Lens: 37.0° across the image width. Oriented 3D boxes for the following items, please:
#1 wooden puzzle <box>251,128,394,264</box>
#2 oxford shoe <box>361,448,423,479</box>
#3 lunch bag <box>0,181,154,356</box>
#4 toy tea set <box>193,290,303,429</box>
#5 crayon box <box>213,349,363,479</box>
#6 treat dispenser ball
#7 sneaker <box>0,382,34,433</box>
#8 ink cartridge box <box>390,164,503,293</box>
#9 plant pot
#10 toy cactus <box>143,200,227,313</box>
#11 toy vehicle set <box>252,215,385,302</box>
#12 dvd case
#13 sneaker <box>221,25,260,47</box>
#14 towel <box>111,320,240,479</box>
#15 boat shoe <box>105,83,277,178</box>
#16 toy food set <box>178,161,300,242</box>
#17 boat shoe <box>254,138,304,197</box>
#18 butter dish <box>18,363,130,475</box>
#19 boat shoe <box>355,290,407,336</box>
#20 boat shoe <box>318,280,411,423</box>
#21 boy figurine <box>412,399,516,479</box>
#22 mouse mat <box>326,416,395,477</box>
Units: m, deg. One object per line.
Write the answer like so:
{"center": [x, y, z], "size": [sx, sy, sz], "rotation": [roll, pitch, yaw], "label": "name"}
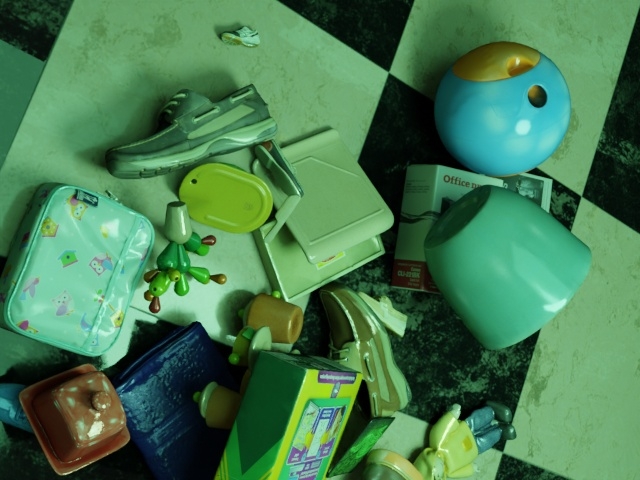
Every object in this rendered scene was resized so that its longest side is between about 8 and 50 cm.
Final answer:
{"center": [0.004, -0.089, 1.911], "size": [0.221, 0.044, 0.239], "rotation": [-25, 78, -30], "label": "wooden puzzle"}
{"center": [0.207, 0.604, 2.045], "size": [0.363, 0.130, 0.133], "rotation": [44, 50, -17], "label": "oxford shoe"}
{"center": [-0.413, 0.047, 1.636], "size": [0.224, 0.108, 0.279], "rotation": [26, 77, -31], "label": "lunch bag"}
{"center": [-0.141, 0.221, 1.777], "size": [0.336, 0.124, 0.200], "rotation": [-29, 128, -66], "label": "toy tea set"}
{"center": [-0.062, 0.369, 1.745], "size": [0.313, 0.106, 0.363], "rotation": [-69, 161, -2], "label": "crayon box"}
{"center": [0.388, -0.279, 2.049], "size": [0.288, 0.288, 0.288], "rotation": [-1, 93, -34], "label": "treat dispenser ball"}
{"center": [-0.473, 0.298, 1.624], "size": [0.209, 0.082, 0.069], "rotation": [31, 77, -29], "label": "sneaker"}
{"center": [0.278, -0.018, 2.090], "size": [0.197, 0.114, 0.273], "rotation": [9, 86, -33], "label": "ink cartridge box"}
{"center": [0.350, 0.030, 1.913], "size": [0.235, 0.293, 0.293], "rotation": [45, 67, -11], "label": "plant pot"}
{"center": [-0.246, 0.022, 1.707], "size": [0.219, 0.112, 0.180], "rotation": [-36, 132, -54], "label": "toy cactus"}
{"center": [0.000, 0.000, 1.951], "size": [0.267, 0.035, 0.166], "rotation": [-26, 105, -30], "label": "toy vehicle set"}
{"center": [0.446, -0.077, 2.252], "size": [0.238, 0.029, 0.179], "rotation": [9, 86, -34], "label": "dvd case"}
{"center": [-0.155, -0.395, 1.842], "size": [0.083, 0.032, 0.037], "rotation": [3, 76, -39], "label": "sneaker"}
{"center": [-0.246, 0.332, 1.785], "size": [0.227, 0.076, 0.308], "rotation": [-37, 109, -24], "label": "towel"}
{"center": [-0.243, -0.203, 1.744], "size": [0.355, 0.132, 0.130], "rotation": [-22, 94, -40], "label": "boat shoe"}
{"center": [-0.163, -0.085, 1.818], "size": [0.218, 0.071, 0.128], "rotation": [20, 113, -20], "label": "toy food set"}
{"center": [-0.071, -0.138, 1.850], "size": [0.043, 0.049, 0.137], "rotation": [-31, 76, -33], "label": "boat shoe"}
{"center": [-0.386, 0.280, 1.581], "size": [0.160, 0.118, 0.160], "rotation": [-21, 80, -47], "label": "butter dish"}
{"center": [0.124, 0.144, 2.030], "size": [0.170, 0.063, 0.059], "rotation": [40, 68, -38], "label": "boat shoe"}
{"center": [0.077, 0.240, 1.965], "size": [0.120, 0.122, 0.324], "rotation": [-36, 110, -24], "label": "boat shoe"}
{"center": [0.308, 0.456, 2.145], "size": [0.285, 0.092, 0.177], "rotation": [-23, 107, -34], "label": "boy figurine"}
{"center": [0.085, 0.419, 1.949], "size": [0.152, 0.007, 0.189], "rotation": [-52, 161, 5], "label": "mouse mat"}
